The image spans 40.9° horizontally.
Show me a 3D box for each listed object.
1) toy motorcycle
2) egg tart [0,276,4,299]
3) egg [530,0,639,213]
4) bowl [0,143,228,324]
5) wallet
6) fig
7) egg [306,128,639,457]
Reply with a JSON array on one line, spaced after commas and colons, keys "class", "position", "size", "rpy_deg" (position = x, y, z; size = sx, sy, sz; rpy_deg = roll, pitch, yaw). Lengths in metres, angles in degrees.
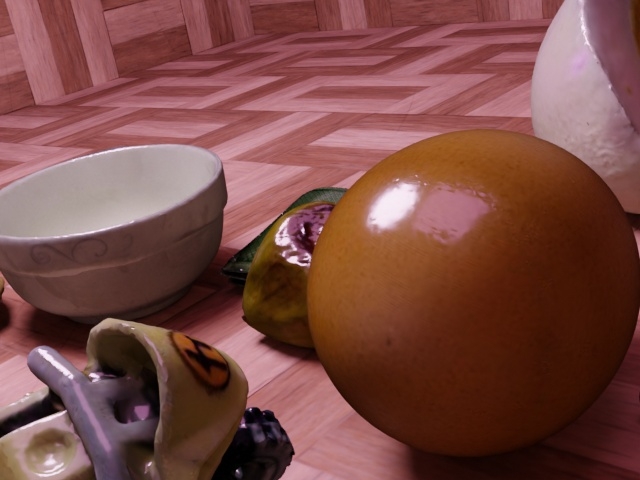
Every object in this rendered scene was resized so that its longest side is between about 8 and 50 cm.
[{"class": "toy motorcycle", "position": [-0.193, 0.181, 0.521], "size": [0.410, 0.236, 0.168], "rpy_deg": [-23, 50, -26]}, {"class": "egg tart", "position": [-0.581, 0.077, 1.070], "size": [0.352, 0.149, 0.352], "rpy_deg": [-11, 18, 4]}, {"class": "egg", "position": [0.373, -0.160, 1.083], "size": [0.337, 0.337, 0.201], "rpy_deg": [-32, -1, -44]}, {"class": "bowl", "position": [-0.262, -0.002, 1.090], "size": [0.307, 0.163, 0.307], "rpy_deg": [-8, 21, 3]}, {"class": "wallet", "position": [0.000, 0.002, 1.111], "size": [0.160, 0.055, 0.236], "rpy_deg": [6, 32, 29]}, {"class": "fig", "position": [-0.008, 0.048, 0.913], "size": [0.166, 0.154, 0.144], "rpy_deg": [-33, 24, 33]}, {"class": "egg", "position": [0.129, 0.033, 0.697], "size": [0.250, 0.250, 0.322], "rpy_deg": [4, 21, 32]}]
